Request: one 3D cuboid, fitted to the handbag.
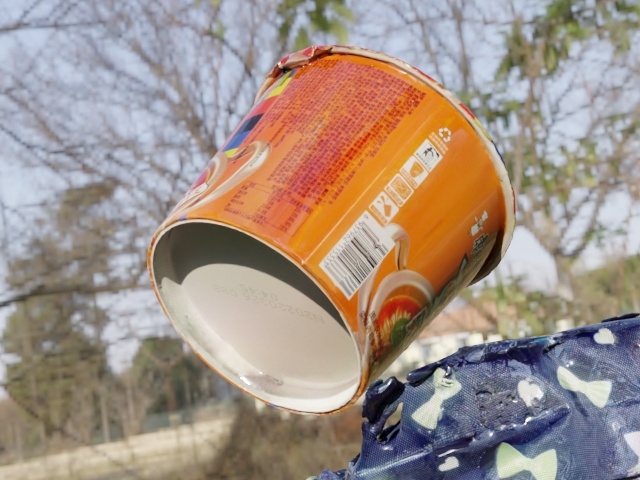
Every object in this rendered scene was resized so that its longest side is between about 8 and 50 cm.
[{"bbox_3d":[0.128,0.112,0.596,0.260,0.113,0.162,-9,-26,-18],"label":"handbag"}]

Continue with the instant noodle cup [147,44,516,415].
[{"bbox_3d":[0.000,0.000,0.958,0.250,0.250,0.192,-21,22,49],"label":"instant noodle cup"}]
